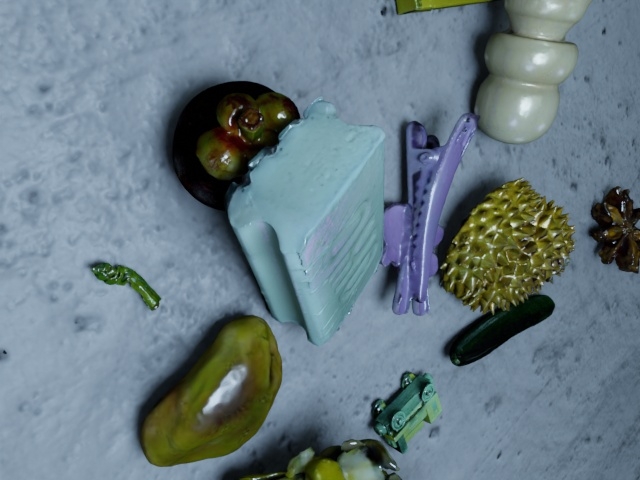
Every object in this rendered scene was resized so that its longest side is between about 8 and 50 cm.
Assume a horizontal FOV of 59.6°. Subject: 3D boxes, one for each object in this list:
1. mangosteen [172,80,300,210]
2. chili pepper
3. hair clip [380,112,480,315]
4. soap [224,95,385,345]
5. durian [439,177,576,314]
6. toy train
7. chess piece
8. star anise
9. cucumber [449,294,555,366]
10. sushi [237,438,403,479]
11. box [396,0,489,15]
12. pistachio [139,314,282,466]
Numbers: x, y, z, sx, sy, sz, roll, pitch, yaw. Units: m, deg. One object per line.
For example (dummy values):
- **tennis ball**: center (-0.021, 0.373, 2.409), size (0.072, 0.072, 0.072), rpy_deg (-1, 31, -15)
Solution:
- **mangosteen**: center (-0.079, -0.098, 0.555), size (0.137, 0.151, 0.137), rpy_deg (2, 83, -19)
- **chili pepper**: center (-0.197, 0.042, 0.570), size (0.083, 0.022, 0.027), rpy_deg (40, 72, -36)
- **hair clip**: center (0.141, -0.039, 0.768), size (0.137, 0.090, 0.278), rpy_deg (9, 98, -49)
- **soap**: center (0.000, 0.000, 0.586), size (0.150, 0.094, 0.261), rpy_deg (-48, 156, -19)
- **durian**: center (0.290, 0.015, 0.838), size (0.249, 0.138, 0.183), rpy_deg (-33, 152, -21)
- **toy train**: center (0.126, 0.248, 0.812), size (0.122, 0.050, 0.081), rpy_deg (-37, 123, -27)
- **chess piece**: center (0.301, -0.281, 0.776), size (0.167, 0.167, 0.300), rpy_deg (-10, 119, -34)
- **star anise**: center (0.607, -0.001, 1.096), size (0.234, 0.073, 0.177), rpy_deg (35, 67, -16)
- **cucumber**: center (0.301, 0.140, 0.919), size (0.284, 0.056, 0.056), rpy_deg (-18, 106, -36)
- **sushi**: center (0.022, 0.409, 0.636), size (0.328, 0.285, 0.329), rpy_deg (-51, 142, -13)
- **box**: center (0.207, -0.412, 0.784), size (0.279, 0.041, 0.153), rpy_deg (-22, 110, -31)
- **pistachio**: center (-0.105, 0.171, 0.603), size (0.189, 0.100, 0.110), rpy_deg (-48, 116, -22)
